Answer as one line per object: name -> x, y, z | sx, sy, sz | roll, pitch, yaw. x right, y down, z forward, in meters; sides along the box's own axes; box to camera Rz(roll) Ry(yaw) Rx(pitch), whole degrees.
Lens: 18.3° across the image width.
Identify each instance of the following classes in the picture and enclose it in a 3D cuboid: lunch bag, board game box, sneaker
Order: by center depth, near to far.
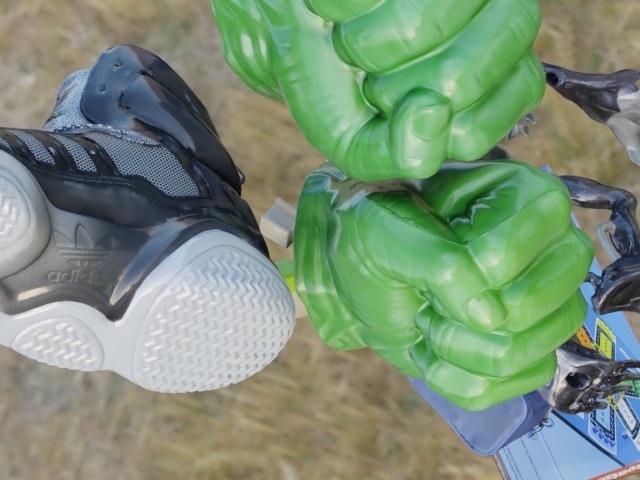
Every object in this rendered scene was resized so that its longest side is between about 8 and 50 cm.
sneaker -> -0.139, -0.029, 0.929 | 0.101, 0.268, 0.153 | -48, 36, 32
lunch bag -> 0.114, 0.087, 1.285 | 0.098, 0.065, 0.067 | 49, 132, 12
board game box -> 0.174, 0.075, 1.607 | 0.145, 0.027, 0.281 | -19, 59, -5

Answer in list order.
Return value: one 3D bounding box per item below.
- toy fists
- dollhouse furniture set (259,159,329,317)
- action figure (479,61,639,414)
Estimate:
toy fists -> 0.043, -0.039, 0.932 | 0.142, 0.279, 0.096 | 7, 38, 35
dollhouse furniture set -> 0.000, 0.000, 1.124 | 0.058, 0.152, 0.076 | 92, 164, -59
action figure -> 0.123, -0.027, 1.140 | 0.164, 0.141, 0.275 | -53, 42, 26
